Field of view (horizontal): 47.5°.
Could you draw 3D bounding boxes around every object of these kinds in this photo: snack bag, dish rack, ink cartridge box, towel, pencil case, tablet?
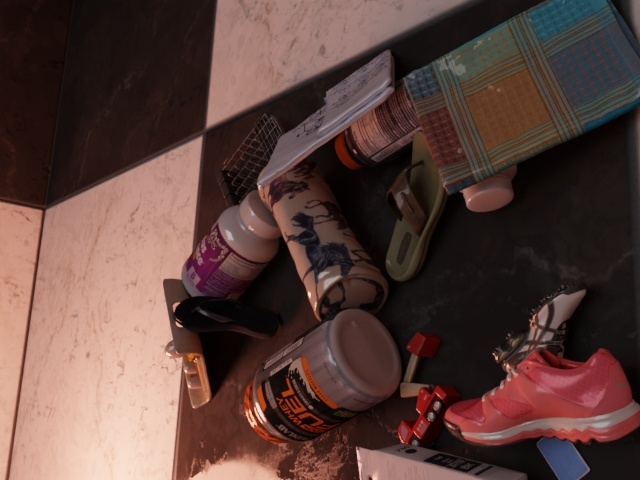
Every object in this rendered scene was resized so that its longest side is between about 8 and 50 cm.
[{"bbox_3d":[0.015,-0.263,1.526,0.342,0.037,0.323,-34,18,19],"label":"snack bag"},{"bbox_3d":[-0.164,-0.185,1.893,0.271,0.074,0.208,-49,47,28],"label":"dish rack"},{"bbox_3d":[0.202,0.445,1.231,0.332,0.065,0.166,-1,97,49],"label":"ink cartridge box"},{"bbox_3d":[0.339,-0.262,1.215,0.370,0.040,0.272,-25,58,17],"label":"towel"},{"bbox_3d":[0.000,0.000,1.570,0.159,0.183,0.410,-32,51,5],"label":"pencil case"},{"bbox_3d":[0.377,0.336,1.131,0.054,0.006,0.083,-53,45,26],"label":"tablet"}]

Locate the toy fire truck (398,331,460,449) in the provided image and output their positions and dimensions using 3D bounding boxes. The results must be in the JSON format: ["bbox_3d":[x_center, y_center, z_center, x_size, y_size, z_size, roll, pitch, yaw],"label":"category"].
[{"bbox_3d":[0.187,0.283,1.344,0.135,0.047,0.192,44,114,48],"label":"toy fire truck"}]

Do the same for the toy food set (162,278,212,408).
[{"bbox_3d":[-0.355,0.270,1.877,0.306,0.092,0.220,93,161,-52],"label":"toy food set"}]

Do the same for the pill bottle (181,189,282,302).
[{"bbox_3d":[-0.207,0.020,1.804,0.301,0.169,0.169,-48,46,30],"label":"pill bottle"}]

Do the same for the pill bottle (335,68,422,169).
[{"bbox_3d":[0.139,-0.234,1.488,0.245,0.130,0.131,-29,58,43],"label":"pill bottle"}]

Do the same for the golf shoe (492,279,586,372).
[{"bbox_3d":[0.368,0.150,1.155,0.094,0.077,0.198,51,124,29],"label":"golf shoe"}]

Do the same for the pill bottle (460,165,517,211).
[{"bbox_3d":[0.281,-0.164,1.303,0.117,0.117,0.215,-32,56,41],"label":"pill bottle"}]

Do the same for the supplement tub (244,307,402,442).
[{"bbox_3d":[-0.005,0.283,1.462,0.316,0.193,0.194,-40,51,38],"label":"supplement tub"}]

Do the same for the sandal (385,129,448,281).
[{"bbox_3d":[0.171,-0.060,1.396,0.120,0.086,0.303,-138,56,-59],"label":"sandal"}]

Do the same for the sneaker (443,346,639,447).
[{"bbox_3d":[0.326,0.232,1.117,0.313,0.115,0.136,-16,88,39],"label":"sneaker"}]

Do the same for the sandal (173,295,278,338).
[{"bbox_3d":[-0.225,0.173,1.745,0.055,0.254,0.097,92,-175,-48],"label":"sandal"}]
